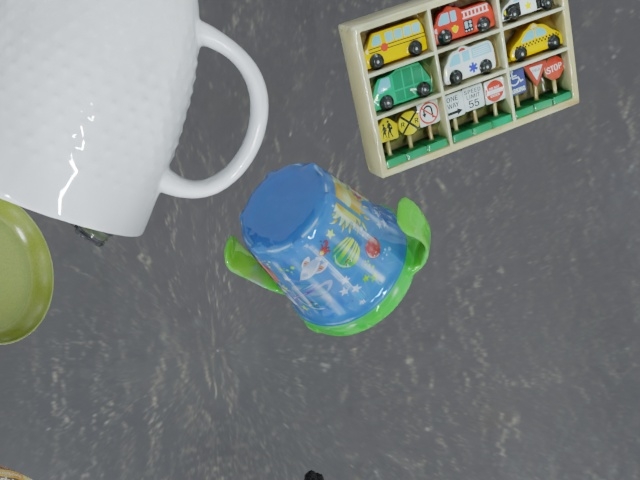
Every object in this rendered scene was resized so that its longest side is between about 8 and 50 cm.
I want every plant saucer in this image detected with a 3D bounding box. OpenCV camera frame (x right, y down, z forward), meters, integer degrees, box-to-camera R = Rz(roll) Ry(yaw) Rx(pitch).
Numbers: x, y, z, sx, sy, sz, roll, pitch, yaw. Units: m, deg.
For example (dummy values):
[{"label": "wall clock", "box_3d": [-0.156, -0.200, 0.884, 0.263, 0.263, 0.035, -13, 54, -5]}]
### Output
[{"label": "plant saucer", "box_3d": [-0.514, 0.044, 1.567, 0.037, 0.241, 0.241, -15, 84, 31]}]

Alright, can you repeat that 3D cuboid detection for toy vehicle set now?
[{"label": "toy vehicle set", "box_3d": [0.158, -0.190, 1.110, 0.267, 0.035, 0.166, -22, 114, -19]}]

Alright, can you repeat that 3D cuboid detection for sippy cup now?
[{"label": "sippy cup", "box_3d": [0.000, 0.000, 1.594, 0.305, 0.224, 0.240, -40, 45, 8]}]

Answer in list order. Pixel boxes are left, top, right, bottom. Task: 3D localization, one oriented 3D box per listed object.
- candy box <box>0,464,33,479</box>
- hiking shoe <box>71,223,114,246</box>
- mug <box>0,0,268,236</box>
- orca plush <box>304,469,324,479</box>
[{"label": "candy box", "box_3d": [-0.606, 0.458, 1.549, 0.316, 0.087, 0.183, -44, 126, 11]}, {"label": "hiking shoe", "box_3d": [-0.334, -0.104, 1.531, 0.114, 0.086, 0.227, -31, 66, 10]}, {"label": "mug", "box_3d": [-0.249, -0.189, 1.273, 0.374, 0.276, 0.328, 21, 95, -6]}, {"label": "orca plush", "box_3d": [0.012, 0.249, 0.867, 0.151, 0.287, 0.102, 0, 72, 6]}]
